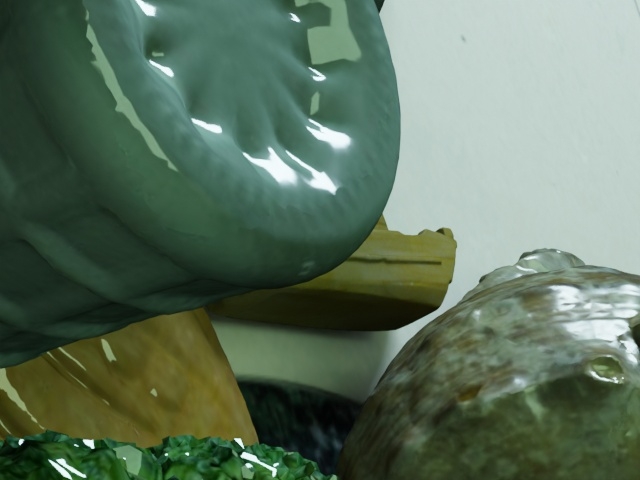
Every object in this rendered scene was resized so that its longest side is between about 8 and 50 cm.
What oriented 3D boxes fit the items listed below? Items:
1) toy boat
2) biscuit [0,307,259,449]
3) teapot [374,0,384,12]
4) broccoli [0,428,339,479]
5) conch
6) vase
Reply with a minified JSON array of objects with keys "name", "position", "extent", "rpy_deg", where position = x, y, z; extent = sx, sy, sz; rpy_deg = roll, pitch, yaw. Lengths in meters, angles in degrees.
[{"name":"toy boat","position":[0.000,0.000,0.827],"extent":[0.200,0.057,0.077],"rpy_deg":[9,58,-51]},{"name":"biscuit","position":[-0.100,0.045,0.689],"extent":[0.221,0.029,0.142],"rpy_deg":[49,39,-25]},{"name":"teapot","position":[-0.079,-0.172,0.729],"extent":[0.183,0.183,0.251],"rpy_deg":[13,51,-50]},{"name":"broccoli","position":[-0.058,0.195,0.448],"extent":[0.308,0.275,0.308],"rpy_deg":[16,90,-77]},{"name":"conch","position":[0.157,0.127,0.850],"extent":[0.352,0.210,0.297],"rpy_deg":[-54,130,-49]},{"name":"vase","position":[-0.128,0.000,0.438],"extent":[0.143,0.299,0.143],"rpy_deg":[30,48,-41]}]
